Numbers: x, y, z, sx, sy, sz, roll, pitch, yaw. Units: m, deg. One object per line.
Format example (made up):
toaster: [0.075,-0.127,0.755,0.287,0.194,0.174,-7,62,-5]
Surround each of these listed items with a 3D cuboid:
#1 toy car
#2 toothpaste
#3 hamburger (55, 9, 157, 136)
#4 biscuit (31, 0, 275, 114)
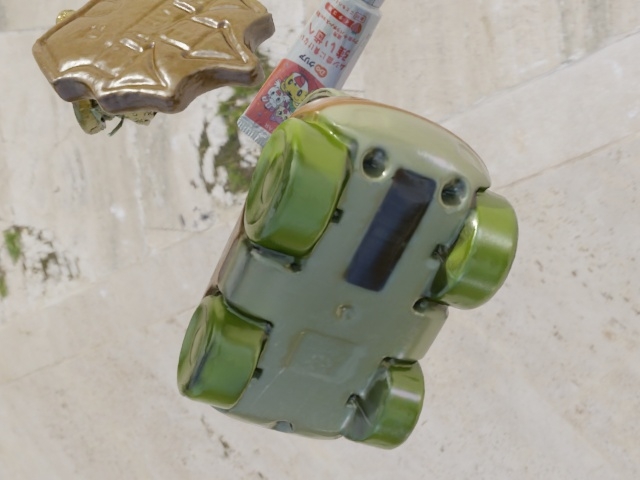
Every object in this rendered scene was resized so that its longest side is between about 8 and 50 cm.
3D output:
toy car: [0.000,0.000,0.576,0.145,0.235,0.235,19,124,-19]
toothpaste: [0.001,-0.188,0.911,0.089,0.057,0.234,40,115,13]
hamburger: [-0.271,-0.221,1.145,0.177,0.113,0.186,95,163,-70]
biscuit: [-0.129,-0.169,0.723,0.215,0.182,0.034,23,147,32]
